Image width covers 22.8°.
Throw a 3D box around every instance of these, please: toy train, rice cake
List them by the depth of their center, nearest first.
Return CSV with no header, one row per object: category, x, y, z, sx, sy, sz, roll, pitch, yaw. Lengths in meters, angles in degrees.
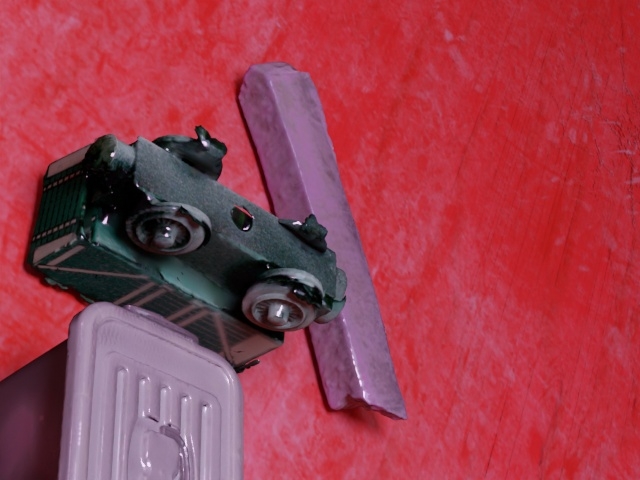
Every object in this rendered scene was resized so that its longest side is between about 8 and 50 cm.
toy train,-0.100,0.009,1.265,0.269,0.154,0.115,31,46,-37
rice cake,0.000,0.000,1.474,0.073,0.056,0.365,1,68,-50

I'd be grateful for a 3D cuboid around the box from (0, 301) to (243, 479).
box,-0.153,0.182,1.111,0.163,0.135,0.243,28,48,-40
